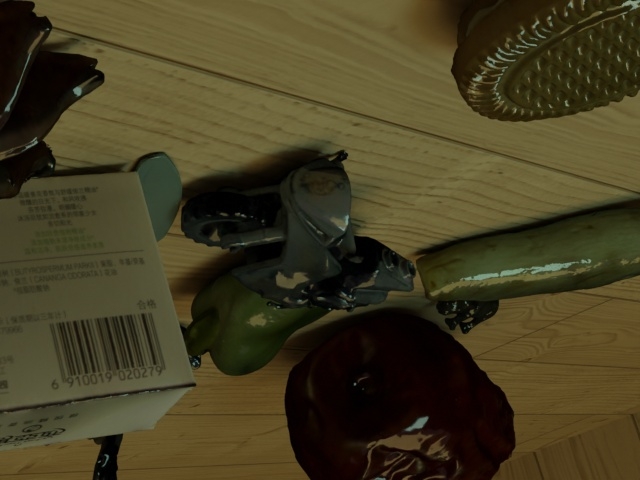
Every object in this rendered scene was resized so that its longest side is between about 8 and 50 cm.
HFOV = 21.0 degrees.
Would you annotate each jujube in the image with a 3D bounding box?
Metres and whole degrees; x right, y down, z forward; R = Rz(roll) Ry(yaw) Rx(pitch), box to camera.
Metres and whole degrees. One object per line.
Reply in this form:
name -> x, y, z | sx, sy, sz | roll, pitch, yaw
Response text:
jujube -> 0.105, 0.234, 2.249 | 0.276, 0.276, 0.377 | -21, 152, 12

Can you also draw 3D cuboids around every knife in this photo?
knife -> -0.179, 0.002, 1.548 | 0.080, 0.044, 0.331 | -3, 156, -30

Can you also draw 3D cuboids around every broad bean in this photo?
broad bean -> -0.045, 0.057, 1.777 | 0.228, 0.100, 0.169 | -33, 169, 10

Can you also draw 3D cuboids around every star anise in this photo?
star anise -> -0.271, -0.064, 1.124 | 0.288, 0.088, 0.288 | -29, 166, -8

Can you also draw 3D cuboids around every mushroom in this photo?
mushroom -> 0.270, 0.020, 1.990 | 0.333, 0.087, 0.107 | -11, 159, -10

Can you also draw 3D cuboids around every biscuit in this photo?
biscuit -> 0.216, -0.168, 1.303 | 0.259, 0.079, 0.259 | -16, 163, -5

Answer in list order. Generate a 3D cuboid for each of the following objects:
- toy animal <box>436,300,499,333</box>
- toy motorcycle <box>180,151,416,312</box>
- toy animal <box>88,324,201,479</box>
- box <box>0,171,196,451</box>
toy animal -> 0.182, 0.080, 2.167 | 0.065, 0.047, 0.136 | -29, 160, 19
toy motorcycle -> 0.000, 0.000, 1.575 | 0.159, 0.106, 0.270 | -22, 150, 30
toy animal -> -0.250, 0.155, 1.836 | 0.160, 0.272, 0.197 | -4, 130, 15
box -> -0.250, 0.059, 1.351 | 0.260, 0.194, 0.111 | -5, 157, -28
